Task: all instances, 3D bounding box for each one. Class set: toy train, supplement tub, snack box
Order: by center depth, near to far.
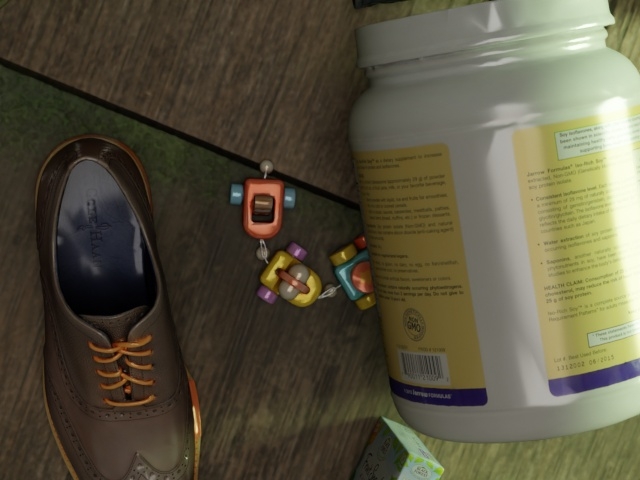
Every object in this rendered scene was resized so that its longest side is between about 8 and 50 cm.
[{"bbox_3d":[0.153,-0.025,1.105,0.241,0.241,0.331,-10,97,-7],"label":"supplement tub"},{"bbox_3d":[0.056,0.215,1.164,0.037,0.141,0.100,26,91,-9],"label":"snack box"},{"bbox_3d":[0.000,0.000,1.184,0.166,0.046,0.125,8,95,-8],"label":"toy train"}]

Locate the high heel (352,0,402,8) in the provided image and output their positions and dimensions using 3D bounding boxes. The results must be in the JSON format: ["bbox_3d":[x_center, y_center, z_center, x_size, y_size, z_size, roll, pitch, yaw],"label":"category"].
[{"bbox_3d":[0.120,-0.269,1.079,0.186,0.261,0.093,-9,73,-5],"label":"high heel"}]

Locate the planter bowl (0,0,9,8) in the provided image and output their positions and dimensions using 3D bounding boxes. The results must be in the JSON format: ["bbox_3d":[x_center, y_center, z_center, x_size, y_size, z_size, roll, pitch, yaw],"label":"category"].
[{"bbox_3d":[-0.313,-0.253,1.085,0.162,0.109,0.162,-1,95,-7],"label":"planter bowl"}]

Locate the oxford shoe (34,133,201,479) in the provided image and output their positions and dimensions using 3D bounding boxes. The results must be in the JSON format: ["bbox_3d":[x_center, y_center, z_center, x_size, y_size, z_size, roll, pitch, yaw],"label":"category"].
[{"bbox_3d":[-0.175,0.096,1.124,0.130,0.133,0.364,-12,97,-7],"label":"oxford shoe"}]
